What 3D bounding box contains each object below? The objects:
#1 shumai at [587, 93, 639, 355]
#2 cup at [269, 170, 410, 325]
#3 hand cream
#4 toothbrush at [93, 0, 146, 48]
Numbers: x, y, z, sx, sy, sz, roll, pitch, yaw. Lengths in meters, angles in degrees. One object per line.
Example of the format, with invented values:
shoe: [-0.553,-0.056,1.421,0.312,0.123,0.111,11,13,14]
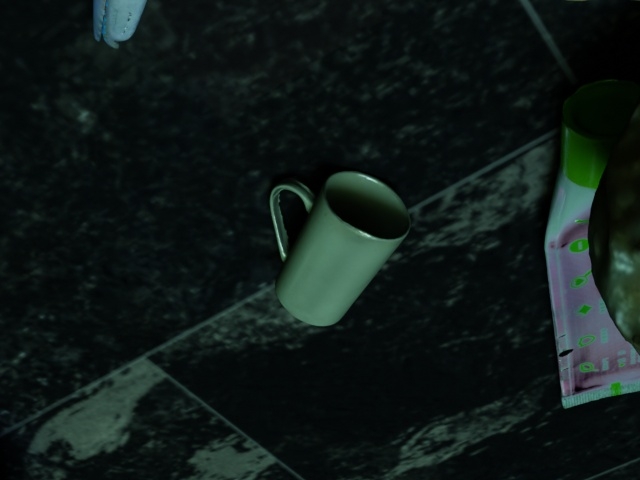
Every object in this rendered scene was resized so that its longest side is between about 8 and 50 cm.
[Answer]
shumai: [0.302,0.017,0.448,0.309,0.304,0.263,-23,140,16]
cup: [0.001,0.004,0.558,0.075,0.054,0.083,16,131,-19]
hand cream: [0.186,0.021,0.598,0.079,0.050,0.275,7,142,24]
toothbrush: [-0.043,-0.243,0.346,0.035,0.042,0.413,11,132,-14]
